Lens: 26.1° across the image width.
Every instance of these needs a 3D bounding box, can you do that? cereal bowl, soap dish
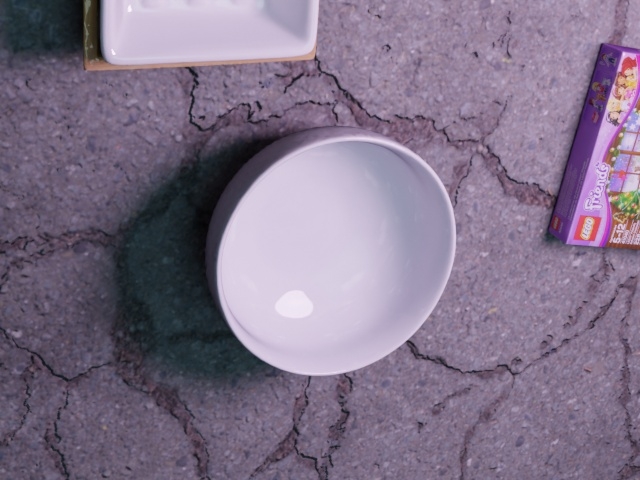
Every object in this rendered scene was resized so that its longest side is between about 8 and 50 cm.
[{"bbox_3d":[0.000,0.000,1.821,0.339,0.141,0.339,-10,116,-21],"label":"cereal bowl"},{"bbox_3d":[-0.143,-0.324,1.627,0.290,0.118,0.229,-6,114,-22],"label":"soap dish"}]

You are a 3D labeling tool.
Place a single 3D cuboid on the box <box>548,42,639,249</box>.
[{"bbox_3d":[0.467,-0.131,2.028,0.200,0.057,0.293,4,110,-25],"label":"box"}]
